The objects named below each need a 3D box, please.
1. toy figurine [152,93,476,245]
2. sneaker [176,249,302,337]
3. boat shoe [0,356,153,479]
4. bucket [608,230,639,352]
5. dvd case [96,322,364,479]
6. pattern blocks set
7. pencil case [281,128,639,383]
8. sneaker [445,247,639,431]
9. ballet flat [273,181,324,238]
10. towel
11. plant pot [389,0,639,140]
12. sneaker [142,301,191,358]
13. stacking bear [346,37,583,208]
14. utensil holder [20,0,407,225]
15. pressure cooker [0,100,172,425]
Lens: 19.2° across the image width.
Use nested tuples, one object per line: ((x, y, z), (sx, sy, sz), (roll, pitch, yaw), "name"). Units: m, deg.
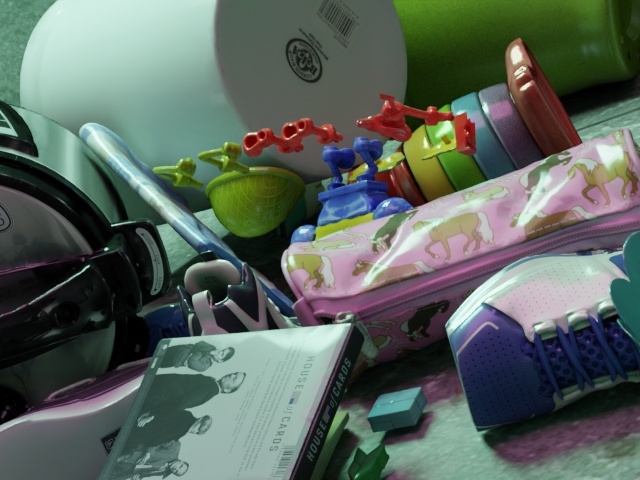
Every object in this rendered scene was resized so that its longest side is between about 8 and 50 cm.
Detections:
((0.000, 0.000, 2.034), (0.362, 0.217, 0.191), (-15, -18, 34), "toy figurine")
((-0.074, 0.074, 1.935), (0.094, 0.153, 0.235), (-19, 6, 26), "sneaker")
((-0.244, 0.193, 1.912), (0.301, 0.108, 0.102), (-27, 18, -23), "boat shoe")
((0.366, 0.052, 1.367), (0.281, 0.183, 0.281), (-32, 20, 14), "bucket")
((-0.086, 0.160, 1.733), (0.238, 0.029, 0.179), (-6, 47, 37), "dvd case")
((-0.069, 0.214, 1.762), (0.324, 0.026, 0.285), (-10, 21, 34), "pattern blocks set")
((0.161, 0.015, 1.863), (0.386, 0.160, 0.167), (-20, 51, 7), "pencil case")
((0.270, 0.070, 1.611), (0.315, 0.127, 0.182), (-22, 15, -5), "sneaker")
((-0.040, -0.067, 2.497), (0.087, 0.083, 0.247), (-10, 17, -9), "ballet flat")
((-0.148, -0.019, 2.132), (0.034, 0.209, 0.285), (-47, 47, -1), "towel")
((0.248, -0.322, 2.533), (0.353, 0.366, 0.366), (-1, 24, 22), "plant pot")
((-0.149, 0.100, 2.152), (0.152, 0.058, 0.084), (-16, 8, -2), "sneaker")
((0.148, -0.076, 2.158), (0.289, 0.164, 0.175), (-30, 17, 13), "stacking bear")
((-0.132, -0.198, 2.331), (0.385, 0.328, 0.327), (-9, 21, 49), "utensil holder")
((-0.376, 0.054, 2.068), (0.370, 0.375, 0.420), (-57, 14, 11), "pressure cooker")
